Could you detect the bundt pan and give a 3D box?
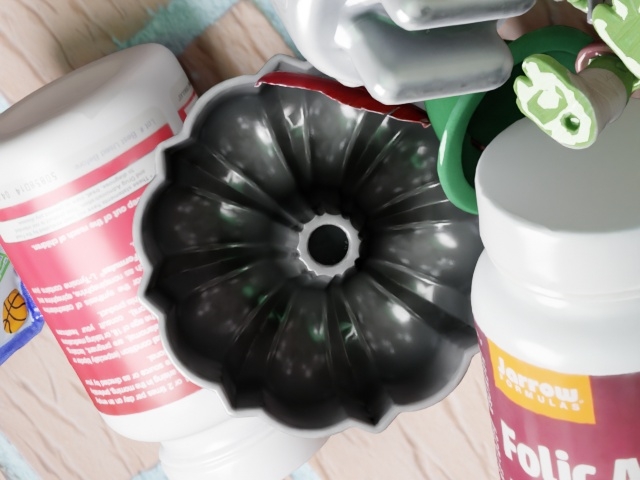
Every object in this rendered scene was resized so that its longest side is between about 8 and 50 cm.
[{"bbox_3d":[0.000,0.000,1.653,0.331,0.331,0.124,53,177,-7],"label":"bundt pan"}]

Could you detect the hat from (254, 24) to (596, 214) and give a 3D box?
[{"bbox_3d":[0.107,-0.137,1.573,0.183,0.208,0.173,41,108,40],"label":"hat"}]

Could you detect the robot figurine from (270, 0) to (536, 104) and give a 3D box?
[{"bbox_3d":[0.032,-0.259,1.432,0.353,0.200,0.300,61,147,36],"label":"robot figurine"}]

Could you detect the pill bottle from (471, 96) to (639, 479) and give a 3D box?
[{"bbox_3d":[0.242,0.097,1.547,0.224,0.224,0.392,11,131,30],"label":"pill bottle"}]

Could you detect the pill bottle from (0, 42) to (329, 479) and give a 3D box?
[{"bbox_3d":[-0.151,0.039,1.812,0.229,0.229,0.407,-13,112,41],"label":"pill bottle"}]

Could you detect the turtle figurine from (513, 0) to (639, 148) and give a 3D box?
[{"bbox_3d":[0.233,-0.199,1.336,0.198,0.266,0.274,4,120,37],"label":"turtle figurine"}]

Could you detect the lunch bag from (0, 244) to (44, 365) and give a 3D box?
[{"bbox_3d":[-0.539,0.087,2.023,0.328,0.385,0.239,11,126,29],"label":"lunch bag"}]
